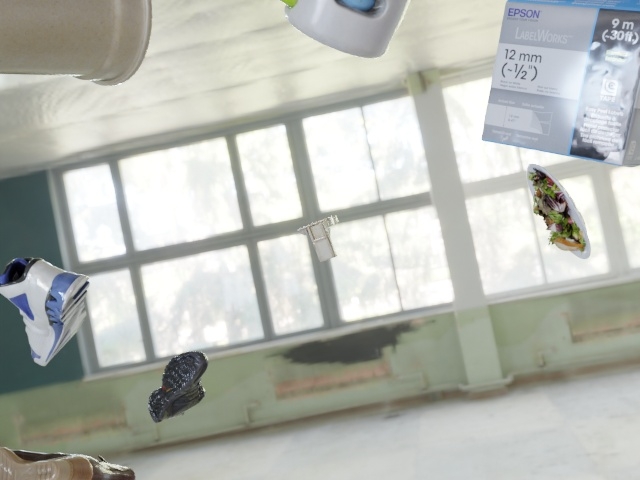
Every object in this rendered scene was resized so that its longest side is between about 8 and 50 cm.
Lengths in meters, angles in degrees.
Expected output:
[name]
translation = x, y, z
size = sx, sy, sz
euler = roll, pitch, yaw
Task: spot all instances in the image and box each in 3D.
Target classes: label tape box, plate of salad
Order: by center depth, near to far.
[label tape box]
translation = 0.418, -0.310, 1.331
size = 0.249, 0.347, 0.115
euler = 17, 18, 36
[plate of salad]
translation = 0.420, -0.048, 1.491
size = 0.048, 0.199, 0.200
euler = -29, -2, -1

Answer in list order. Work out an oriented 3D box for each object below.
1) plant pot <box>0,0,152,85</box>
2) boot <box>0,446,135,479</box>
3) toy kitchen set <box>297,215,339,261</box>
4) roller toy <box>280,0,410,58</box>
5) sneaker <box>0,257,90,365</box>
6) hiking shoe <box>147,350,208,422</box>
[plant pot]
translation = -0.537, -0.436, 1.533
size = 0.334, 0.333, 0.306
euler = -13, 6, 43
[boot]
translation = -0.496, 0.436, 1.522
size = 0.249, 0.090, 0.207
euler = -6, -20, 26
[toy kitchen set]
translation = 0.000, 0.000, 1.622
size = 0.068, 0.075, 0.083
euler = -20, 3, 24
[roller toy]
translation = 0.050, -0.404, 1.370
size = 0.191, 0.146, 0.209
euler = 37, 28, 26
[sneaker]
translation = -0.630, 0.132, 1.852
size = 0.127, 0.182, 0.315
euler = -54, -4, -43
[hiking shoe]
translation = -0.314, 0.336, 1.941
size = 0.114, 0.086, 0.227
euler = 3, -46, -49
